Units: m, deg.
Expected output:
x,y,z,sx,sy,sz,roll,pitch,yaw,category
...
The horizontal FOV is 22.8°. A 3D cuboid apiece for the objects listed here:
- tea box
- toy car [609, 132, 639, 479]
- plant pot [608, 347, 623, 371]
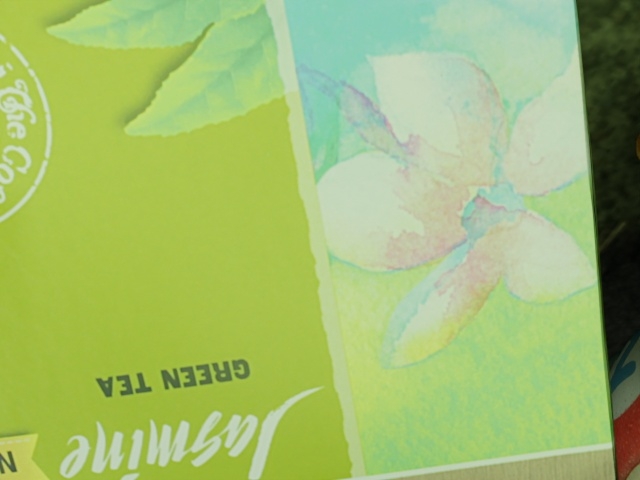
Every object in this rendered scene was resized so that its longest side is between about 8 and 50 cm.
x,y,z,sx,sy,sz,roll,pitch,yaw,category
-0.034,-0.100,0.562,0.220,0.329,0.323,-9,116,4,tea box
0.215,0.022,0.816,0.210,0.238,0.219,-3,149,-28,toy car
0.238,0.197,0.988,0.293,0.293,0.196,15,158,-19,plant pot
